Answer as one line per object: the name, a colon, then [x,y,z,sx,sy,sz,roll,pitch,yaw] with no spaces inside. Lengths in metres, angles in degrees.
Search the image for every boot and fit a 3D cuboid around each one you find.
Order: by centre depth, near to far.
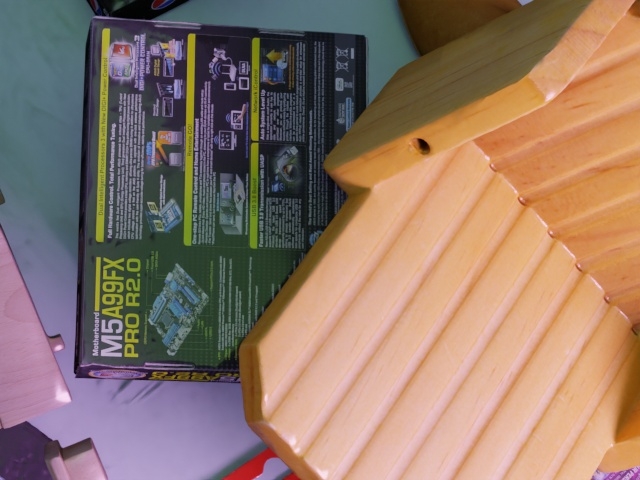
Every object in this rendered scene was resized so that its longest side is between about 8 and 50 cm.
boot: [0.170,-0.159,1.576,0.104,0.211,0.295,-29,81,-14]

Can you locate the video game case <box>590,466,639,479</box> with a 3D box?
video game case: [0.190,0.228,1.548,0.232,0.042,0.210,-40,84,-27]

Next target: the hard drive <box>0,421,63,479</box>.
hard drive: [-0.331,0.201,1.454,0.339,0.064,0.237,38,75,-13]

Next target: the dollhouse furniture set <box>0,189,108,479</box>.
dollhouse furniture set: [-0.308,0.031,1.468,0.174,0.303,0.355,-22,100,-5]

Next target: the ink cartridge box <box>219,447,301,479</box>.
ink cartridge box: [0.008,0.238,1.542,0.145,0.045,0.179,-33,85,-15]

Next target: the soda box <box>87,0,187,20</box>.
soda box: [-0.117,-0.237,1.633,0.169,0.060,0.053,-29,76,-14]

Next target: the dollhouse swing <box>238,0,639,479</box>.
dollhouse swing: [0.173,0.058,1.382,0.347,0.315,0.305,48,45,-19]

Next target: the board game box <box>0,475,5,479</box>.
board game box: [-0.204,0.342,1.432,0.317,0.046,0.213,43,75,-17]

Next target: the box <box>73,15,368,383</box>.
box: [-0.074,-0.028,1.469,0.216,0.060,0.270,2,77,-10]
